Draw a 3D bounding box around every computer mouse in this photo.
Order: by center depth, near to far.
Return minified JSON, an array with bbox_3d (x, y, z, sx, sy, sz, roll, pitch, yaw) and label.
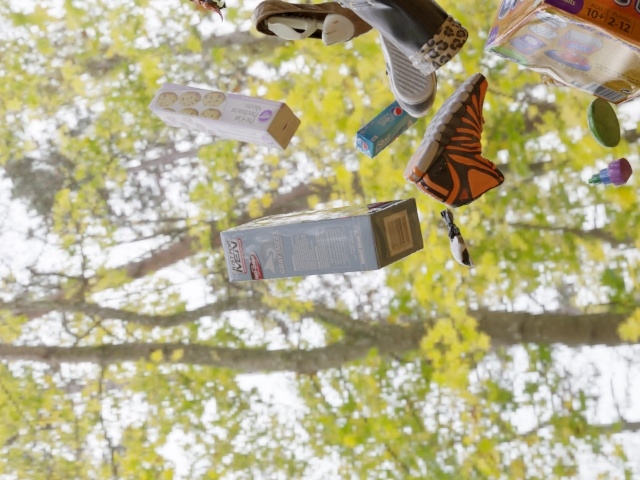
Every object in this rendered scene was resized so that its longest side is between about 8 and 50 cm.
[{"bbox_3d":[0.347,0.007,2.471,0.106,0.042,0.193,-107,-10,-45],"label":"computer mouse"}]

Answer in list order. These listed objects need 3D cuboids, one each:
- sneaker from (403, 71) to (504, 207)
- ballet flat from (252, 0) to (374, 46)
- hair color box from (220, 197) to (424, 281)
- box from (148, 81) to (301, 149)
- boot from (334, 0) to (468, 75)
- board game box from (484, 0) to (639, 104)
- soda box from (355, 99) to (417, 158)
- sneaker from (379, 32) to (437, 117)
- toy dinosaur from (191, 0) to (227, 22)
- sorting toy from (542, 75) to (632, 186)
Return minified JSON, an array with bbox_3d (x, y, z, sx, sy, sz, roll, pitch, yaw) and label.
[{"bbox_3d":[0.309,-0.194,2.021,0.180,0.124,0.321,35,-115,-7],"label":"sneaker"},{"bbox_3d":[-0.018,-0.568,2.545,0.116,0.342,0.124,90,-168,-45],"label":"ballet flat"},{"bbox_3d":[0.000,0.000,1.979,0.185,0.374,0.114,-21,-78,-54],"label":"hair color box"},{"bbox_3d":[-0.180,-0.229,1.753,0.063,0.324,0.067,45,-111,-47],"label":"box"},{"bbox_3d":[0.141,-0.468,1.941,0.284,0.138,0.377,41,-178,-10],"label":"boot"},{"bbox_3d":[0.627,-0.557,2.118,0.356,0.356,0.357,157,134,-79],"label":"board game box"},{"bbox_3d":[0.195,-0.331,2.816,0.210,0.067,0.071,-41,-28,-26],"label":"soda box"},{"bbox_3d":[0.208,-0.439,2.296,0.127,0.126,0.321,66,-159,-63],"label":"sneaker"},{"bbox_3d":[-0.226,-0.469,1.886,0.047,0.082,0.090,75,-163,-54],"label":"toy dinosaur"},{"bbox_3d":[0.646,-0.296,2.387,0.127,0.126,0.366,-25,-85,-47],"label":"sorting toy"}]
